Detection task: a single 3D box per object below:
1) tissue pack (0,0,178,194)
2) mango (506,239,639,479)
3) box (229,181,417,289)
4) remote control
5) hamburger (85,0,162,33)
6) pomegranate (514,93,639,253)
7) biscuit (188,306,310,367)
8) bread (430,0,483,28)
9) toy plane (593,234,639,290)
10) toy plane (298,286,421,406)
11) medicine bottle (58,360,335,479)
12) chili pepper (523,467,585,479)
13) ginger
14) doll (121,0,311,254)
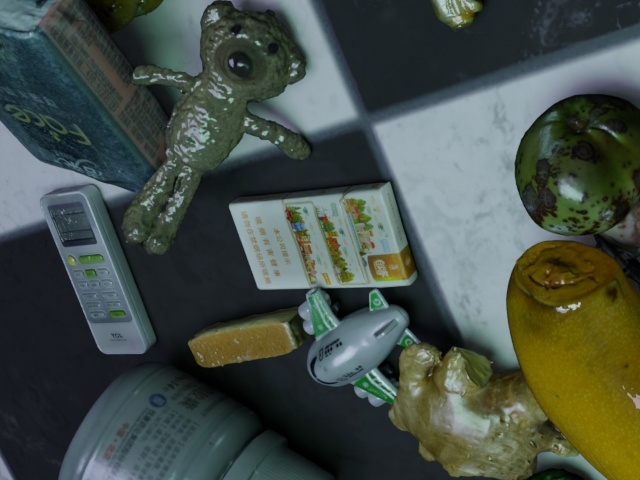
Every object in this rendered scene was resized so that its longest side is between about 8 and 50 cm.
[{"bbox_3d":[-0.304,-0.184,1.211,0.228,0.103,0.315,19,159,29],"label":"tissue pack"},{"bbox_3d":[0.300,0.144,1.013,0.359,0.144,0.187,47,151,-8],"label":"mango"},{"bbox_3d":[0.000,0.000,1.234,0.220,0.032,0.122,-4,113,36],"label":"box"},{"bbox_3d":[-0.310,0.044,1.477,0.103,0.034,0.250,-4,111,36],"label":"remote control"},{"bbox_3d":[-0.252,-0.317,1.187,0.185,0.113,0.177,21,124,25],"label":"hamburger"},{"bbox_3d":[0.258,-0.056,0.959,0.163,0.138,0.125,39,158,-1],"label":"pomegranate"},{"bbox_3d":[-0.090,0.122,1.351,0.188,0.056,0.052,-13,104,40],"label":"biscuit"},{"bbox_3d":[0.125,-0.247,1.012,0.049,0.033,0.088,-19,107,26],"label":"bread"},{"bbox_3d":[0.299,0.019,1.037,0.083,0.031,0.078,43,144,5],"label":"toy plane"},{"bbox_3d":[0.043,0.124,1.241,0.174,0.080,0.174,17,125,26],"label":"toy plane"},{"bbox_3d":[-0.159,0.325,1.384,0.306,0.245,0.245,27,127,13],"label":"medicine bottle"},{"bbox_3d":[0.226,0.365,1.218,0.148,0.116,0.264,47,133,-6],"label":"chili pepper"},{"bbox_3d":[0.181,0.194,1.167,0.216,0.102,0.157,19,115,10],"label":"ginger"},{"bbox_3d":[-0.136,-0.126,1.165,0.286,0.091,0.202,-32,101,12],"label":"doll"}]
